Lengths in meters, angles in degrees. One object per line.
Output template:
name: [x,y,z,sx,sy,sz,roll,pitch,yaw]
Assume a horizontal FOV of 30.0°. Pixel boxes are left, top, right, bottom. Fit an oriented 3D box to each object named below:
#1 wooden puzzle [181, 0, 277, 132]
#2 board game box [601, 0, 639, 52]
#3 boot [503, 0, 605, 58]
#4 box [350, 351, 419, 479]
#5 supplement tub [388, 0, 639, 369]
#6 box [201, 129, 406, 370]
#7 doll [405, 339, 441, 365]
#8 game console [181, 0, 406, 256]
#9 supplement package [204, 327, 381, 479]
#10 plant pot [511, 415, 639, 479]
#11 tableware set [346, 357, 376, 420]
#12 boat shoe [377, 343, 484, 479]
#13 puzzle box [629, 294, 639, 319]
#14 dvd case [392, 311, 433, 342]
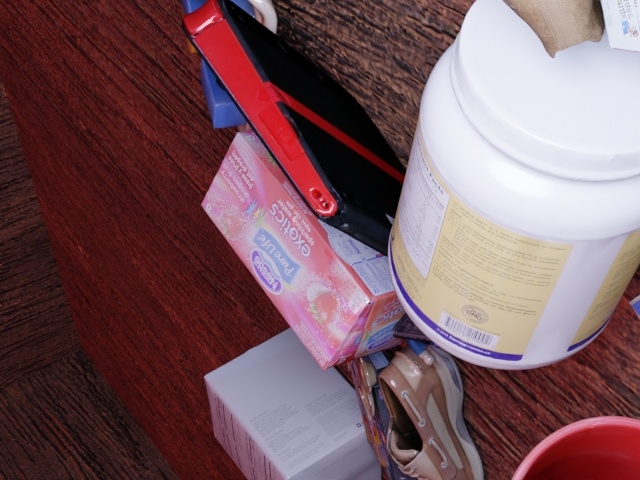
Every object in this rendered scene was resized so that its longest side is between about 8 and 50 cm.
wooden puzzle: [-0.133,-0.297,1.620,0.348,0.080,0.322,93,162,-53]
board game box: [0.325,-0.203,0.785,0.275,0.142,0.144,25,137,56]
boot: [0.170,-0.250,0.981,0.115,0.112,0.305,57,-158,-30]
box: [0.099,0.269,1.882,0.159,0.044,0.233,-124,17,-57]
supplement tub: [0.198,-0.056,1.098,0.241,0.241,0.331,51,155,25]
box: [0.000,0.000,1.545,0.300,0.154,0.142,51,132,24]
doll: [0.143,0.111,1.581,0.189,0.046,0.129,14,129,36]
game console: [0.015,-0.099,1.376,0.386,0.060,0.342,26,-151,-57]
supplement package: [-0.047,0.334,2.115,0.262,0.199,0.198,45,153,35]
plant pot: [0.308,0.353,1.339,0.275,0.275,0.243,56,167,14]
tableware set: [0.056,0.178,1.751,0.168,0.020,0.141,93,163,-60]
boat shoe: [0.150,0.291,1.752,0.123,0.116,0.324,26,138,55]
puzzle box: [0.440,0.086,0.987,0.272,0.052,0.409,58,157,12]
dvd case: [0.192,0.081,1.398,0.221,0.164,0.018,119,158,-64]
